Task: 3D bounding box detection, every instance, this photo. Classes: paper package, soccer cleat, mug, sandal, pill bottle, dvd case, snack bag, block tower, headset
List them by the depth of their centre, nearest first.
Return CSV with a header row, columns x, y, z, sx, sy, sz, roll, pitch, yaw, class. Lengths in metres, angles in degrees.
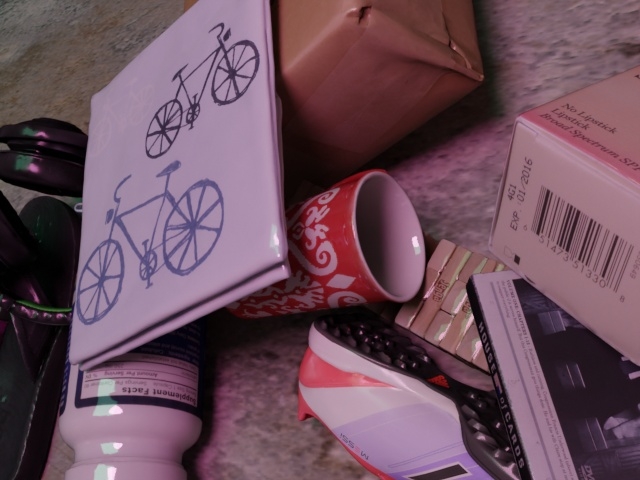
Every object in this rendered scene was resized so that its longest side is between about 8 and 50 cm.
x,y,z,sx,sy,sz,roll,pitch,yaw,class
0.243,0.093,0.552,0.239,0.029,0.179,-7,59,-7,dvd case
0.103,0.178,0.664,0.318,0.109,0.116,29,110,37,soccer cleat
0.002,0.010,0.700,0.169,0.150,0.113,-15,97,34,mug
0.097,0.044,0.724,0.335,0.091,0.097,28,87,40,block tower
-0.146,-0.074,0.744,0.323,0.037,0.342,-28,56,38,snack bag
-0.007,-0.232,0.822,0.325,0.168,0.309,-32,49,45,paper package
-0.205,0.154,0.844,0.153,0.153,0.264,-17,59,28,pill bottle
-0.390,-0.058,0.997,0.243,0.394,0.185,-53,6,-8,headset
-0.418,0.123,1.039,0.168,0.107,0.445,-17,59,28,sandal

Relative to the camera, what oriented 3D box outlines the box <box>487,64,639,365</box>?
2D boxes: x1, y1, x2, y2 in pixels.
x,y,z,sx,sy,sz,roll,pitch,yaw,class
0.261,-0.041,0.549,0.232,0.126,0.148,-25,47,-26,box
